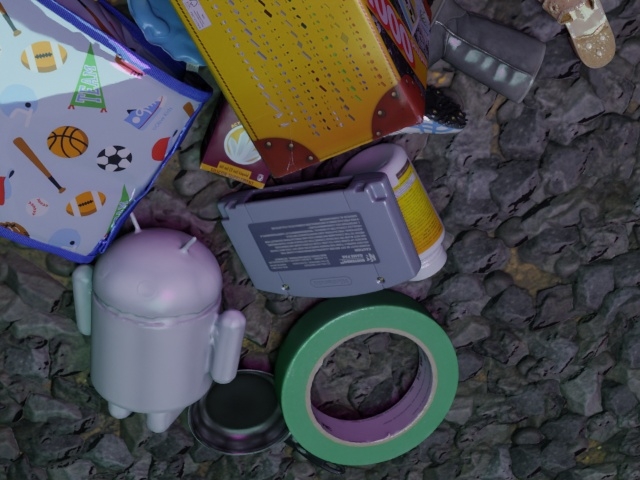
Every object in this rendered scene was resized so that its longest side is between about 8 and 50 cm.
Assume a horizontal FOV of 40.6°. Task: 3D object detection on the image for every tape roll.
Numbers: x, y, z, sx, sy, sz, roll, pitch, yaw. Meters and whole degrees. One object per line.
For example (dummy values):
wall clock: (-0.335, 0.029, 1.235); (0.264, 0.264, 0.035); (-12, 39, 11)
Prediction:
tape roll: (0.081, 0.243, 1.526); (0.322, 0.077, 0.321); (-6, 114, -13)

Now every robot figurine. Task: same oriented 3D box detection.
robot figurine: (-0.261, 0.129, 1.370); (0.300, 0.200, 0.353); (15, 118, 11)

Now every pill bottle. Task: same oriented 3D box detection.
pill bottle: (0.123, -0.041, 1.381); (0.117, 0.117, 0.215); (-28, 118, 7)

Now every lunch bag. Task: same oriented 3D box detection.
lunch bag: (-0.386, -0.187, 1.166); (0.386, 0.239, 0.327); (33, 107, -15)

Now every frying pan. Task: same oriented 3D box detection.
frying pan: (-0.080, 0.320, 1.584); (0.326, 0.053, 0.197); (13, 115, -17)

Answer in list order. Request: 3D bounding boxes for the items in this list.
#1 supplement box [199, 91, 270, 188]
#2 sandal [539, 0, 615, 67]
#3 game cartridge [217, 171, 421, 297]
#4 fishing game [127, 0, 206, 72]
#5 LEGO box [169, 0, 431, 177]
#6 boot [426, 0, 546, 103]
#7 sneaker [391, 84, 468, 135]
supplement box: (-0.102, -0.186, 1.291); (0.104, 0.080, 0.188); (18, 114, -17)
sandal: (0.379, -0.349, 1.275); (0.088, 0.079, 0.240); (-35, 117, 11)
game cartridge: (0.000, 0.000, 1.352); (0.297, 0.062, 0.198); (-5, 128, 30)
fishing game: (-0.176, -0.315, 1.181); (0.264, 0.189, 0.041); (16, 155, -25)
LEGO box: (-0.058, -0.384, 1.000); (0.193, 0.372, 0.500); (-20, 118, 20)
boot: (0.216, -0.260, 1.297); (0.209, 0.076, 0.189); (26, 98, -26)
sneaker: (0.109, -0.194, 1.327); (0.237, 0.085, 0.086); (5, 143, -14)
